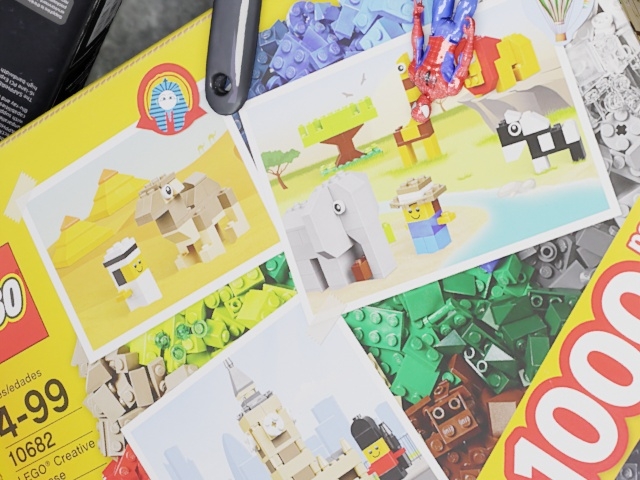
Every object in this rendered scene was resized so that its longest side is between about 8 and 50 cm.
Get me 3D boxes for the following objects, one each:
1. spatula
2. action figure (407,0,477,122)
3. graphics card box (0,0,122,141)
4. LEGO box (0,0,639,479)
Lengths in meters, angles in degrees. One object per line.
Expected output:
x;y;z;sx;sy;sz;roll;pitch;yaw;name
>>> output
-0.032;-0.218;1.128;0.084;0.030;0.296;13;93;28;spatula
0.070;-0.119;1.078;0.038;0.030;0.115;20;104;19;action figure
-0.274;-0.163;1.400;0.232;0.094;0.371;30;126;2;graphics card box
0.029;0.031;1.230;0.500;0.193;0.372;-29;81;25;LEGO box
